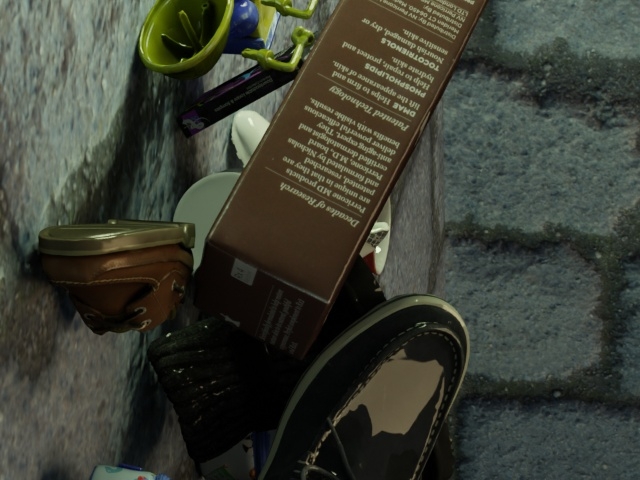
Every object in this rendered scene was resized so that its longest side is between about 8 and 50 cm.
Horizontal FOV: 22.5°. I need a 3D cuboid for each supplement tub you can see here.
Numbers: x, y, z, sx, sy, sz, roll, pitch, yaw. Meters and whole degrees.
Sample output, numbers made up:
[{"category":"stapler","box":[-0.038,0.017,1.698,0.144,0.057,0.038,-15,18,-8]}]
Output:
[{"category":"supplement tub","box":[-0.074,-0.005,1.799,0.199,0.144,0.144,17,78,-73]}]

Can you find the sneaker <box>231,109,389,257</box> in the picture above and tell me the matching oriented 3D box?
[{"category":"sneaker","box":[-0.015,-0.074,1.966,0.235,0.095,0.090,51,26,-9]}]

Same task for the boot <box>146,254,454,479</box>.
[{"category":"boot","box":[-0.021,0.187,1.761,0.348,0.260,0.131,64,-11,-29]}]

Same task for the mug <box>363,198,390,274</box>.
[{"category":"mug","box":[-0.002,-0.001,2.099,0.113,0.169,0.150,-36,130,-75]}]

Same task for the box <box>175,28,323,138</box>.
[{"category":"box","box":[-0.071,-0.173,1.752,0.029,0.162,0.116,61,21,-11]}]

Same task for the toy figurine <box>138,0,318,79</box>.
[{"category":"toy figurine","box":[-0.060,-0.254,1.717,0.217,0.191,0.363,85,16,-57]}]

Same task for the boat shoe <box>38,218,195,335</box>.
[{"category":"boat shoe","box":[-0.171,0.036,1.454,0.307,0.110,0.104,-5,99,-78]}]

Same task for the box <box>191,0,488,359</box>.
[{"category":"box","box":[0.019,-0.092,1.609,0.381,0.143,0.191,-60,177,-22]}]

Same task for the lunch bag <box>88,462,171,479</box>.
[{"category":"lunch bag","box":[-0.183,0.308,1.481,0.219,0.090,0.176,99,-1,-62]}]

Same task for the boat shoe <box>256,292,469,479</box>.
[{"category":"boat shoe","box":[0.011,0.276,1.614,0.187,0.156,0.500,44,75,-31]}]

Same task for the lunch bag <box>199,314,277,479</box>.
[{"category":"lunch bag","box":[-0.066,0.150,1.988,0.303,0.115,0.243,-64,156,-53]}]
